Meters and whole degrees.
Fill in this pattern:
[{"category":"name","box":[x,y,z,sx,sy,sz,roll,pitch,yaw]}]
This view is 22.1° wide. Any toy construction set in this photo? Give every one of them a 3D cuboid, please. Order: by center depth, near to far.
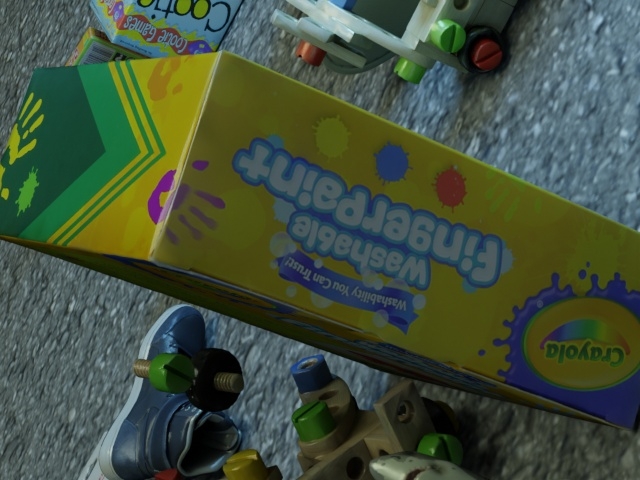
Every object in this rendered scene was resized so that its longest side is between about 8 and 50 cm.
[{"category":"toy construction set","box":[0.005,0.247,1.448,0.237,0.257,0.309,1,94,46]},{"category":"toy construction set","box":[0.102,-0.278,1.570,0.328,0.215,0.151,-54,33,26]}]

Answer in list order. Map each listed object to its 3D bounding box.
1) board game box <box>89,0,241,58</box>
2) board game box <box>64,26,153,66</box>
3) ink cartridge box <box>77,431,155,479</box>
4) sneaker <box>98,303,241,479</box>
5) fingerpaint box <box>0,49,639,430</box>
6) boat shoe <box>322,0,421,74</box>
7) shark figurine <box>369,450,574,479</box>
[{"category":"board game box","box":[-0.172,-0.381,2.163,0.275,0.144,0.142,-60,31,18]},{"category":"board game box","box":[-0.334,-0.178,2.330,0.259,0.124,0.039,-53,32,26]},{"category":"ink cartridge box","box":[-0.228,0.318,1.914,0.104,0.061,0.181,-60,31,17]},{"category":"sneaker","box":[-0.144,0.172,1.850,0.163,0.086,0.226,-8,53,45]},{"category":"fingerpaint box","box":[0.001,-0.002,1.338,0.371,0.445,0.163,7,78,61]},{"category":"boat shoe","box":[0.090,-0.334,1.718,0.340,0.127,0.113,-62,29,12]},{"category":"shark figurine","box":[0.149,0.290,1.298,0.116,0.166,0.278,98,158,-83]}]
